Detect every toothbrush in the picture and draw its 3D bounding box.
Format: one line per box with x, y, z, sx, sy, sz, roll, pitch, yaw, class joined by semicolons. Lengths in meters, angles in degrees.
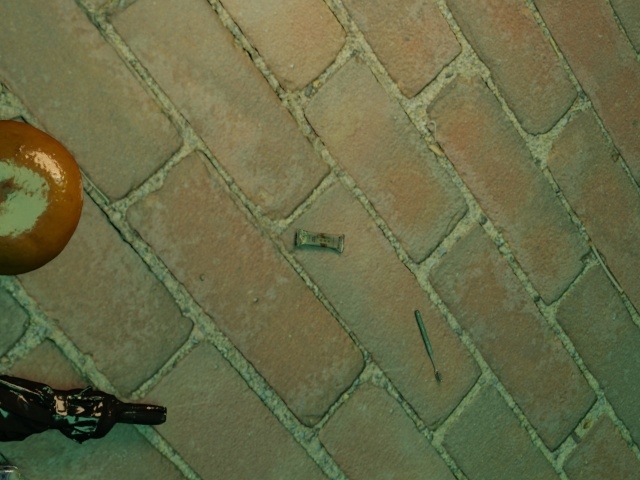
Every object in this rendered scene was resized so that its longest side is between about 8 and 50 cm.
0.227;0.222;1.922;0.011;0.014;0.167;-23;103;-17;toothbrush

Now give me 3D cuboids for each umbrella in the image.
-0.416;0.283;1.535;0.340;0.118;0.118;9;88;-35;umbrella

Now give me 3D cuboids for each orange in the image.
-0.488;-0.066;1.428;0.240;0.171;0.240;-4;99;-28;orange

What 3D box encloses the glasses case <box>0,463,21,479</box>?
-0.519;0.490;1.498;0.086;0.065;0.248;-6;96;-28;glasses case

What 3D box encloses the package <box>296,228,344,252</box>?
0.000;0.000;1.786;0.110;0.015;0.037;7;84;-30;package
